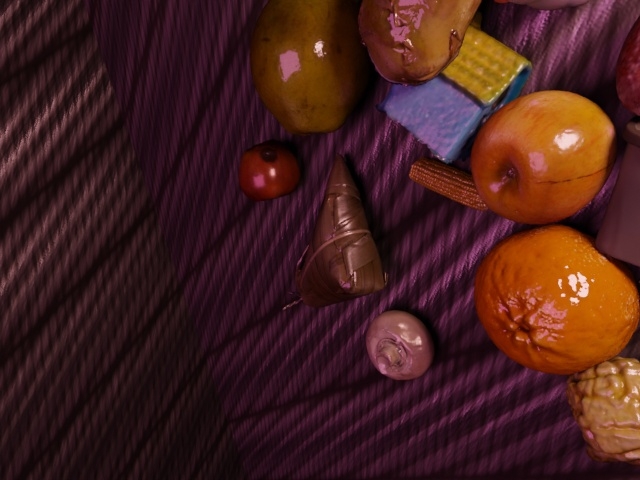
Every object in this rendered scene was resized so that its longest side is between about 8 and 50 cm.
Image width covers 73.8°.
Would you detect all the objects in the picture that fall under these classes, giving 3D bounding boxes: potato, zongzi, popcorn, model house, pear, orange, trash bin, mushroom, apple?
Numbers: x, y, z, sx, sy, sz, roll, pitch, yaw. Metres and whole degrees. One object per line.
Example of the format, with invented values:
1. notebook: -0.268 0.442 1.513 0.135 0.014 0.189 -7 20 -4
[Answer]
1. potato: 0.196 -0.492 0.857 0.246 0.196 0.300 24 88 18
2. zongzi: 0.020 -0.001 1.543 0.500 0.218 0.468 -32 61 59
3. popcorn: 0.704 0.378 0.964 0.293 0.292 0.237 -41 50 47
4. model house: 0.316 -0.362 1.001 0.237 0.215 0.303 45 125 20
5. pear: -0.035 -0.506 1.191 0.351 0.351 0.414 11 107 41
6. orange: 0.520 0.137 0.977 0.340 0.293 0.341 23 122 43
7. trash bin: 0.660 -0.087 0.800 0.219 0.219 0.250 28 134 35
8. mushroom: 0.256 0.360 1.426 0.246 0.202 0.246 12 112 30
9. apple: 0.461 -0.169 0.904 0.286 0.233 0.286 50 158 29
10. apple: -0.194 -0.252 1.547 0.229 0.229 0.230 21 124 36

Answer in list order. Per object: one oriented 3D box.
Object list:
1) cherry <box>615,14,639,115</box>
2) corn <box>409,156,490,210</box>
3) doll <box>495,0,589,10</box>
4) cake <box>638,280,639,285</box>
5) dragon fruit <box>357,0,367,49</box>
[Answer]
1. cherry: 0.644 -0.324 0.693 0.285 0.212 0.236 -57 36 43
2. corn: 0.355 -0.156 1.155 0.248 0.081 0.081 32 129 30
3. doll: 0.438 -0.538 0.789 0.251 0.221 0.221 -21 95 46
4. cake: 0.773 0.124 0.930 0.140 0.055 0.051 55 142 35
5. dragon fruit: 0.181 -0.555 1.057 0.172 0.172 0.210 2 70 44
